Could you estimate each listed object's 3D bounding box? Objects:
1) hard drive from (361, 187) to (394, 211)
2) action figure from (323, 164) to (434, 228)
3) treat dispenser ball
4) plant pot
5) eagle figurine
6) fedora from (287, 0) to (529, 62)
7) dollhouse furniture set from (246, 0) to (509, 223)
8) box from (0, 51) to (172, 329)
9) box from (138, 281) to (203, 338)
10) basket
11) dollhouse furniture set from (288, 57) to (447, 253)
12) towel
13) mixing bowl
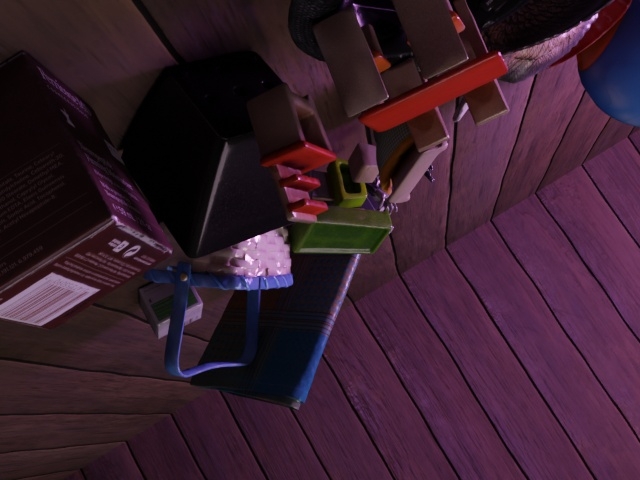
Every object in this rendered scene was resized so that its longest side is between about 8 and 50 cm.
[{"bbox_3d":[0.000,0.000,1.841,0.339,0.064,0.237,-25,164,-21],"label":"hard drive"},{"bbox_3d":[0.104,-0.086,1.612,0.276,0.141,0.164,-33,168,-6],"label":"action figure"},{"bbox_3d":[0.617,-0.349,1.466,0.288,0.288,0.288,-29,166,-8],"label":"treat dispenser ball"},{"bbox_3d":[-0.114,-0.120,0.988,0.187,0.188,0.167,-22,152,-33],"label":"plant pot"},{"bbox_3d":[0.276,-0.305,1.067,0.298,0.226,0.225,-6,131,3],"label":"eagle figurine"},{"bbox_3d":[0.095,-0.303,0.786,0.334,0.152,0.334,-20,170,-4],"label":"fedora"},{"bbox_3d":[0.067,-0.129,0.828,0.259,0.135,0.262,-23,171,19],"label":"dollhouse furniture set"},{"bbox_3d":[-0.289,-0.041,0.821,0.167,0.203,0.168,-32,166,2],"label":"box"},{"bbox_3d":[-0.299,0.127,1.602,0.101,0.087,0.102,-26,164,-20],"label":"box"},{"bbox_3d":[-0.157,0.066,1.289,0.201,0.288,0.255,1,177,21],"label":"basket"},{"bbox_3d":[0.057,-0.138,1.301,0.151,0.197,0.301,4,145,-22],"label":"dollhouse furniture set"},{"bbox_3d":[-0.068,0.117,1.457,0.271,0.370,0.040,2,149,42],"label":"towel"},{"bbox_3d":[0.403,-0.377,1.314,0.181,0.098,0.181,-30,167,-8],"label":"mixing bowl"}]
